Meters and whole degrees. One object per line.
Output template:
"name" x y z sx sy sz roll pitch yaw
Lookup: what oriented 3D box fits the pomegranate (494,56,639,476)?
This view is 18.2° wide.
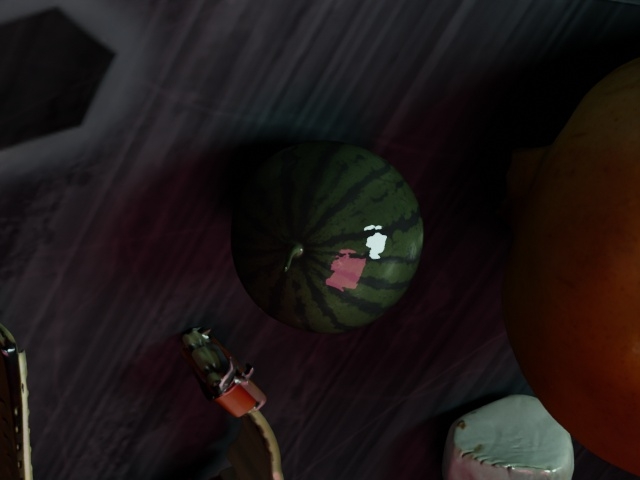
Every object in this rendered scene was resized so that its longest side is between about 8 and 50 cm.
"pomegranate" 0.222 0.013 1.114 0.264 0.264 0.264 -17 142 -13

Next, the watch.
"watch" -0.109 0.120 1.176 0.164 0.102 0.268 -22 135 -18

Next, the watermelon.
"watermelon" 0.000 0.000 1.057 0.105 0.105 0.133 -39 178 16

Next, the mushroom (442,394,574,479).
"mushroom" 0.114 0.197 1.400 0.092 0.081 0.223 -25 150 -34
